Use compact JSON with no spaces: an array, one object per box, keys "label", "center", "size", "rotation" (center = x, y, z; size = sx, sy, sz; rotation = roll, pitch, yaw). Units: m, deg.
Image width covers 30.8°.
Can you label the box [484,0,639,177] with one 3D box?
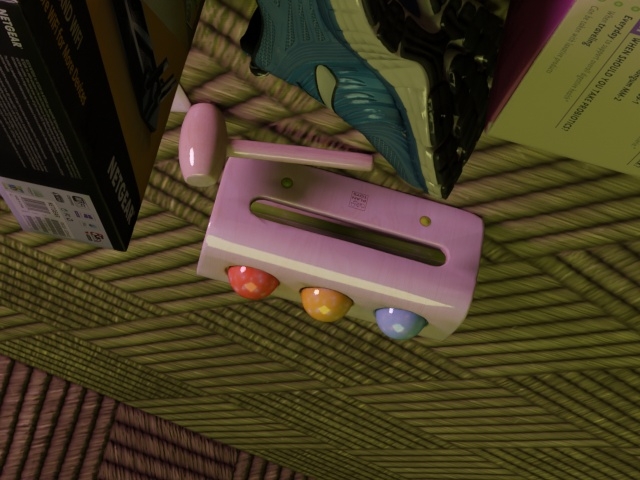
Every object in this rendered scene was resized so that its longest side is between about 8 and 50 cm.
[{"label":"box","center":[0.254,-0.127,0.718],"size":[0.243,0.117,0.213],"rotation":[16,158,-3]}]

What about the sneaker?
[{"label":"sneaker","center":[0.034,-0.146,0.836],"size":[0.147,0.130,0.330],"rotation":[18,160,30]}]

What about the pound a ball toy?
[{"label":"pound a ball toy","center":[0.000,0.000,1.161],"size":[0.319,0.135,0.208],"rotation":[15,159,-5]}]

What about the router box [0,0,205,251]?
[{"label":"router box","center":[-0.142,-0.163,0.698],"size":[0.081,0.243,0.309],"rotation":[12,159,5]}]

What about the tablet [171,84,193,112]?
[{"label":"tablet","center":[-0.153,-0.142,1.078],"size":[0.054,0.006,0.083],"rotation":[8,157,16]}]
